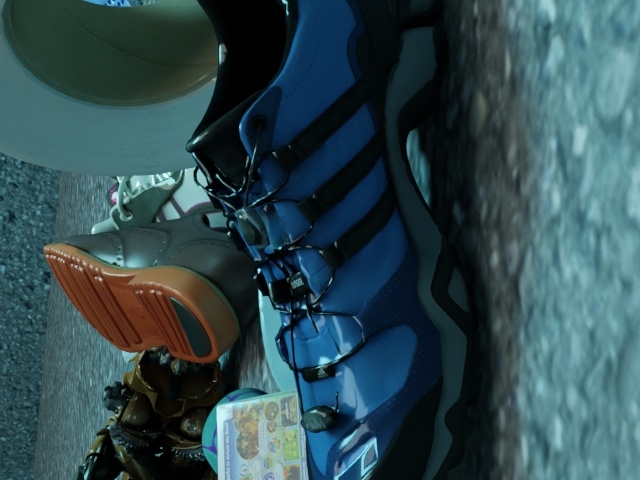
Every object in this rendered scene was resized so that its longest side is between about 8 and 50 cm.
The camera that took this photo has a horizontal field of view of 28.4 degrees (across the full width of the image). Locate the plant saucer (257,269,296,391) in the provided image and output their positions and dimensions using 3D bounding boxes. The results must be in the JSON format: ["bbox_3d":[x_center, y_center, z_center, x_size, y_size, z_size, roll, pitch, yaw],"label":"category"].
[{"bbox_3d":[0.000,0.000,0.785,0.195,0.037,0.194,-177,90,-73],"label":"plant saucer"}]

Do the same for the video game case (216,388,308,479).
[{"bbox_3d":[-0.009,0.127,0.718,0.122,0.011,0.087,-16,68,34],"label":"video game case"}]

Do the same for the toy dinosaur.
[{"bbox_3d":[-0.137,0.195,1.123,0.218,0.164,0.322,-84,-11,-50],"label":"toy dinosaur"}]

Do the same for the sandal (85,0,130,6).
[{"bbox_3d":[-0.163,-0.226,1.213,0.317,0.138,0.126,-125,42,-62],"label":"sandal"}]

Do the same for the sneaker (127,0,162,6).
[{"bbox_3d":[-0.083,-0.237,0.945,0.283,0.110,0.122,-49,47,51],"label":"sneaker"}]

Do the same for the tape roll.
[{"bbox_3d":[-0.123,-0.169,0.792,0.286,0.286,0.100,111,156,-48],"label":"tape roll"}]

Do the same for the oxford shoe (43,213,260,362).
[{"bbox_3d":[-0.127,0.029,1.007,0.271,0.098,0.097,12,135,49],"label":"oxford shoe"}]

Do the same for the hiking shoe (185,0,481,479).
[{"bbox_3d":[-0.010,-0.010,0.611,0.113,0.132,0.304,-31,57,49],"label":"hiking shoe"}]

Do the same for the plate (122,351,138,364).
[{"bbox_3d":[-0.172,0.014,1.367,0.278,0.045,0.277,-162,76,-74],"label":"plate"}]

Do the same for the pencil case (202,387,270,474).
[{"bbox_3d":[-0.032,0.140,0.825,0.152,0.065,0.070,-177,101,-74],"label":"pencil case"}]

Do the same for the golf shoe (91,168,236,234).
[{"bbox_3d":[-0.114,-0.041,1.046,0.273,0.120,0.105,119,151,-54],"label":"golf shoe"}]
